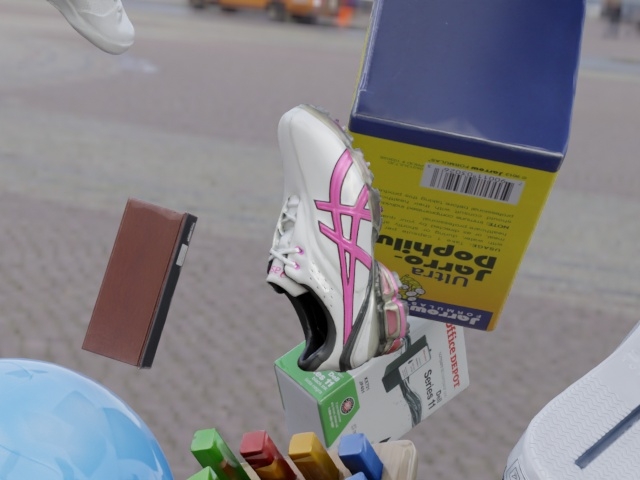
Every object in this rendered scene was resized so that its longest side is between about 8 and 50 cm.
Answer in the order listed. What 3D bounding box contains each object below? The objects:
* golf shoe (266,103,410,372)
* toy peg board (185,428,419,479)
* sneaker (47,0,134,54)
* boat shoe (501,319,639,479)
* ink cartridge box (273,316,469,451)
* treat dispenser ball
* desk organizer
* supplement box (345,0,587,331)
[{"bbox_3d":[0.000,0.000,1.205,0.086,0.186,0.067,-19,6,-30],"label":"golf shoe"},{"bbox_3d":[-0.028,0.196,1.208,0.160,0.079,0.161,-11,43,23],"label":"toy peg board"},{"bbox_3d":[-0.241,-0.275,1.864,0.080,0.094,0.212,54,7,34],"label":"sneaker"},{"bbox_3d":[0.218,0.117,1.139,0.335,0.119,0.121,-23,62,-39],"label":"boat shoe"},{"bbox_3d":[0.061,0.149,1.964,0.208,0.153,0.087,-35,49,-22],"label":"ink cartridge box"},{"bbox_3d":[-0.257,0.240,1.437,0.288,0.288,0.288,6,9,-1],"label":"treat dispenser ball"},{"bbox_3d":[-0.144,0.034,1.406,0.050,0.130,0.047,17,-2,7],"label":"desk organizer"},{"bbox_3d":[0.118,-0.086,1.705,0.195,0.194,0.356,11,-29,1],"label":"supplement box"}]
